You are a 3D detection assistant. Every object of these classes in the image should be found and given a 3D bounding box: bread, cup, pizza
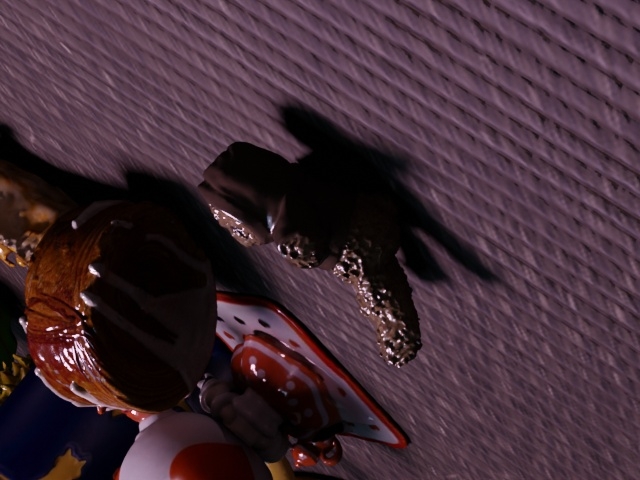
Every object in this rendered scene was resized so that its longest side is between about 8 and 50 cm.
[{"bbox_3d":[-0.144,0.050,1.205,0.073,0.160,0.160,-1,141,32],"label":"bread"},{"bbox_3d":[-0.163,0.193,1.406,0.255,0.256,0.178,26,157,25],"label":"cup"},{"bbox_3d":[-0.252,-0.021,1.357,0.297,0.071,0.189,27,170,36],"label":"pizza"}]

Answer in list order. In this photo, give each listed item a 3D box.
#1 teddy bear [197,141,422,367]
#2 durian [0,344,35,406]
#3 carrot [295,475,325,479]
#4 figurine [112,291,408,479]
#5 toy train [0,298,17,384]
[{"bbox_3d":[0.007,-0.005,0.959,0.160,0.078,0.119,37,-165,-18],"label":"teddy bear"},{"bbox_3d":[-0.231,0.228,1.645,0.258,0.258,0.293,18,168,43],"label":"durian"},{"bbox_3d":[-0.035,0.261,1.630,0.062,0.066,0.271,12,154,-14],"label":"carrot"},{"bbox_3d":[-0.083,0.184,1.292,0.183,0.226,0.160,47,157,-26],"label":"figurine"},{"bbox_3d":[-0.413,0.132,1.733,0.132,0.243,0.188,-7,141,19],"label":"toy train"}]
